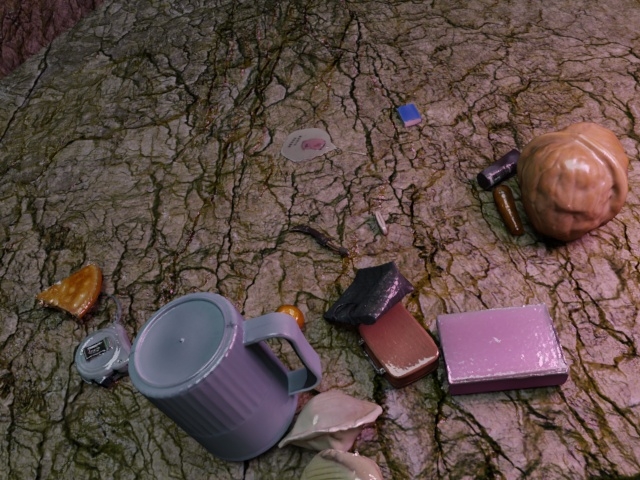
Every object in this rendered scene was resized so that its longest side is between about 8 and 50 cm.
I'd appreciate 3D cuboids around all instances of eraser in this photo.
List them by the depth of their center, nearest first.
[{"bbox_3d":[0.307,-0.434,1.761,0.063,0.027,0.084,-17,51,1],"label":"eraser"}]

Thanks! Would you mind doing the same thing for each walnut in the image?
[{"bbox_3d":[0.652,-0.160,1.324,0.296,0.285,0.285,-37,54,-25],"label":"walnut"}]

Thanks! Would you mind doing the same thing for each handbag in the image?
[{"bbox_3d":[0.180,0.251,1.224,0.151,0.072,0.193,-31,54,-13],"label":"handbag"},{"bbox_3d":[0.111,0.143,1.243,0.175,0.270,0.088,-43,99,-23],"label":"handbag"}]

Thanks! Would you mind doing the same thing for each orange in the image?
[{"bbox_3d":[-0.084,0.205,1.316,0.083,0.070,0.083,2,52,-2],"label":"orange"}]

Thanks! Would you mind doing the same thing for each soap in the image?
[{"bbox_3d":[0.405,0.249,1.168,0.260,0.081,0.181,-9,50,6],"label":"soap"}]

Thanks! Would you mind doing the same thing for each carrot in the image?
[{"bbox_3d":[0.526,-0.086,1.428,0.055,0.055,0.161,-10,58,4],"label":"carrot"}]

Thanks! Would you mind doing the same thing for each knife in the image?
[{"bbox_3d":[0.003,-0.004,1.493,0.222,0.021,0.045,24,60,32],"label":"knife"}]

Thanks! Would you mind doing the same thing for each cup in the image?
[{"bbox_3d":[-0.196,0.294,1.081,0.331,0.311,0.256,5,52,29],"label":"cup"}]

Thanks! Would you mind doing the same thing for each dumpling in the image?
[{"bbox_3d":[0.018,0.395,1.088,0.216,0.166,0.126,5,86,11],"label":"dumpling"}]

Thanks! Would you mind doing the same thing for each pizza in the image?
[{"bbox_3d":[-0.737,0.157,1.506,0.193,0.053,0.201,-4,47,10],"label":"pizza"}]

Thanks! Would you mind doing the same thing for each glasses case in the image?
[{"bbox_3d":[0.176,-0.052,1.486,0.021,0.032,0.083,-19,51,1],"label":"glasses case"}]

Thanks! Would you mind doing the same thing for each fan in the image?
[{"bbox_3d":[0.013,-0.322,1.749,0.310,0.010,0.182,12,56,21],"label":"fan"}]

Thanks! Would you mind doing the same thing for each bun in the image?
[{"bbox_3d":[0.060,0.514,0.980,0.220,0.134,0.220,-15,68,42],"label":"bun"}]

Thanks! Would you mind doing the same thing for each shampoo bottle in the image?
[{"bbox_3d":[0.566,-0.224,1.521,0.208,0.057,0.063,-31,52,-12],"label":"shampoo bottle"}]

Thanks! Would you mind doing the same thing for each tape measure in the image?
[{"bbox_3d":[-0.607,0.248,1.387,0.164,0.084,0.330,-30,54,-17],"label":"tape measure"}]
